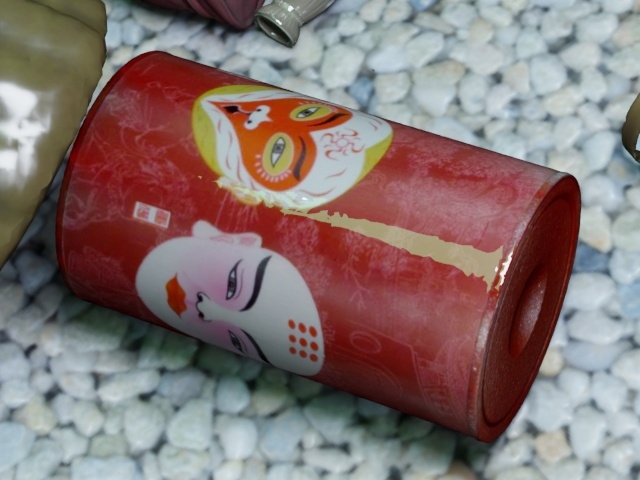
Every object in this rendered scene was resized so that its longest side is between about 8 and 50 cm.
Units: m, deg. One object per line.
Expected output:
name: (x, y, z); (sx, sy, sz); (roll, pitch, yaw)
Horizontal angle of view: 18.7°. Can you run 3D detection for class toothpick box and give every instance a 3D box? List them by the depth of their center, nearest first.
toothpick box: (0.000, 0.000, 1.419); (0.333, 0.204, 0.204); (18, 68, 20)

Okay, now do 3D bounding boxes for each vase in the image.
vase: (-0.009, -0.212, 1.616); (0.053, 0.053, 0.101); (33, 77, 24)

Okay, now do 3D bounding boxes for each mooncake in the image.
mooncake: (-0.307, -0.089, 1.455); (0.187, 0.324, 0.324); (31, 65, -22)

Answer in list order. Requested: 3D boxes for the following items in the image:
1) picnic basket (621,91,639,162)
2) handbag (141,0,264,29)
picnic basket: (0.303, -0.116, 1.459); (0.178, 0.128, 0.138); (-28, 57, -24)
handbag: (-0.083, -0.293, 1.621); (0.135, 0.146, 0.225); (20, 68, 26)
